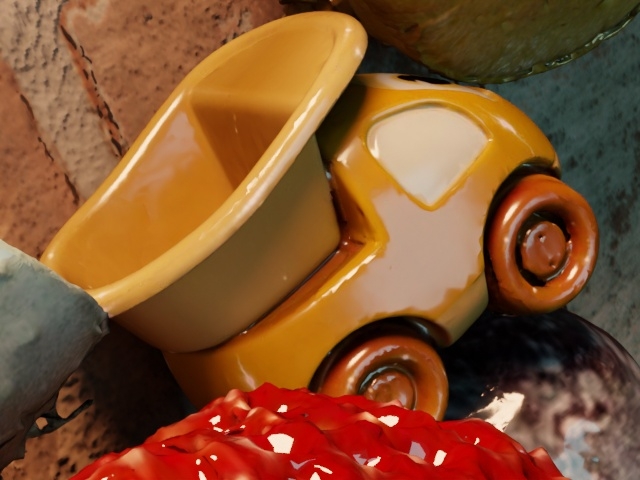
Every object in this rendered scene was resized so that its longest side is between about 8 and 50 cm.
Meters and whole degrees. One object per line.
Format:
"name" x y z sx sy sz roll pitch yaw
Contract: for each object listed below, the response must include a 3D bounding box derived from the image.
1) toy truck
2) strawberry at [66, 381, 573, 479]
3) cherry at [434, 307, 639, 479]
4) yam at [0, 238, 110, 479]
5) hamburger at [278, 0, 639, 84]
"toy truck" 0.000 0.000 0.802 0.288 0.204 0.212 -46 116 -14
"strawberry" -0.040 0.186 0.573 0.345 0.317 0.295 42 28 -49
"cherry" 0.122 0.168 0.904 0.296 0.218 0.255 -35 125 -21
"yam" -0.268 0.132 0.541 0.241 0.241 0.348 41 67 -32
"hamburger" 0.084 -0.249 0.874 0.445 0.287 0.268 -8 49 -44
